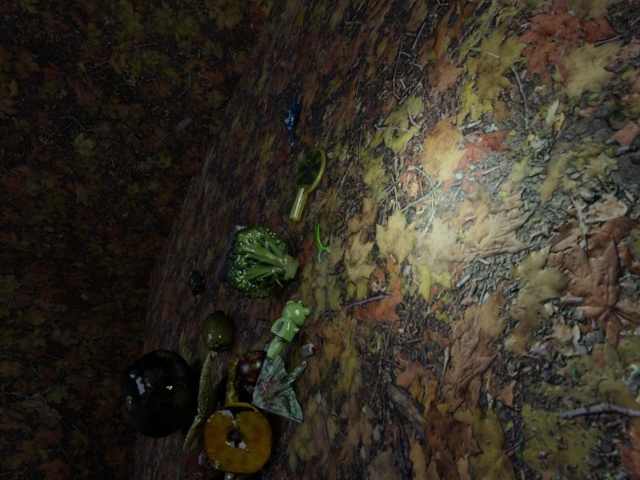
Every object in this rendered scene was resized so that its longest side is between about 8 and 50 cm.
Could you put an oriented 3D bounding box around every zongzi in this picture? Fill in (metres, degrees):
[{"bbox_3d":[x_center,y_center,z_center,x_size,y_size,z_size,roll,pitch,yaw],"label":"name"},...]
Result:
[{"bbox_3d":[-0.271,0.643,1.688,0.113,0.052,0.104,-24,56,42],"label":"zongzi"}]

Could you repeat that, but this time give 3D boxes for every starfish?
[{"bbox_3d":[-0.488,0.705,1.901,0.324,0.082,0.433,72,-152,-75],"label":"starfish"}]

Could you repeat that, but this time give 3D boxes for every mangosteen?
[{"bbox_3d":[-0.246,0.505,1.624,0.145,0.155,0.182,14,108,27],"label":"mangosteen"}]

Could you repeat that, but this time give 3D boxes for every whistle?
[{"bbox_3d":[-0.120,0.312,1.518,0.105,0.085,0.228,17,70,35],"label":"whistle"}]

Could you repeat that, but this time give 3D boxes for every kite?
[{"bbox_3d":[-0.147,0.495,1.486,0.267,0.013,0.323,-37,54,16],"label":"kite"}]

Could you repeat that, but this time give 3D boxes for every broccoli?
[{"bbox_3d":[-0.231,0.095,1.691,0.283,0.321,0.305,9,94,30],"label":"broccoli"}]

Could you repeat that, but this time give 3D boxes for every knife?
[{"bbox_3d":[-0.002,-0.001,1.572,0.078,0.022,0.166,-46,40,32],"label":"knife"}]

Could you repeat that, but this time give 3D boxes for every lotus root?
[{"bbox_3d":[-0.507,0.429,2.105,0.154,0.153,0.278,-59,28,24],"label":"lotus root"}]

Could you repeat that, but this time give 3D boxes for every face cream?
[{"bbox_3d":[-0.038,0.368,1.451,0.083,0.021,0.040,-35,48,47],"label":"face cream"}]

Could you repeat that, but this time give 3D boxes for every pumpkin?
[{"bbox_3d":[-0.853,0.809,2.300,0.454,0.343,0.456,11,104,47],"label":"pumpkin"}]

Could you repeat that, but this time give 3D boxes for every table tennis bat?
[{"bbox_3d":[-0.058,-0.229,1.763,0.198,0.050,0.321,16,85,59],"label":"table tennis bat"}]

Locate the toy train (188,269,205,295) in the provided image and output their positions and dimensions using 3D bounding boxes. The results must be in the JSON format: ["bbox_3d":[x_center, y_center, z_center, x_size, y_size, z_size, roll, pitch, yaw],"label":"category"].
[{"bbox_3d":[-0.782,0.268,2.709,0.219,0.089,0.127,-122,44,-52],"label":"toy train"}]

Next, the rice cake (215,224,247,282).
[{"bbox_3d":[-0.475,0.069,2.300,0.365,0.072,0.056,-63,33,23],"label":"rice cake"}]

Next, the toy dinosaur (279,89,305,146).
[{"bbox_3d":[-0.120,-0.583,2.040,0.248,0.075,0.188,-57,43,17],"label":"toy dinosaur"}]

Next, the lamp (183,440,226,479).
[{"bbox_3d":[-0.442,0.892,1.735,0.274,0.176,0.177,-45,41,42],"label":"lamp"}]

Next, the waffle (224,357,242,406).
[{"bbox_3d":[-0.356,0.630,1.741,0.325,0.068,0.303,123,155,-61],"label":"waffle"}]

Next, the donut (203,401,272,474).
[{"bbox_3d":[-0.284,0.688,1.510,0.118,0.253,0.254,18,-92,-75],"label":"donut"}]

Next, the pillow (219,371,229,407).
[{"bbox_3d":[-0.419,0.660,1.914,0.048,0.090,0.150,0,74,16],"label":"pillow"}]

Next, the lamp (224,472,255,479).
[{"bbox_3d":[-0.284,0.873,1.533,0.118,0.118,0.253,-58,32,26],"label":"lamp"}]
